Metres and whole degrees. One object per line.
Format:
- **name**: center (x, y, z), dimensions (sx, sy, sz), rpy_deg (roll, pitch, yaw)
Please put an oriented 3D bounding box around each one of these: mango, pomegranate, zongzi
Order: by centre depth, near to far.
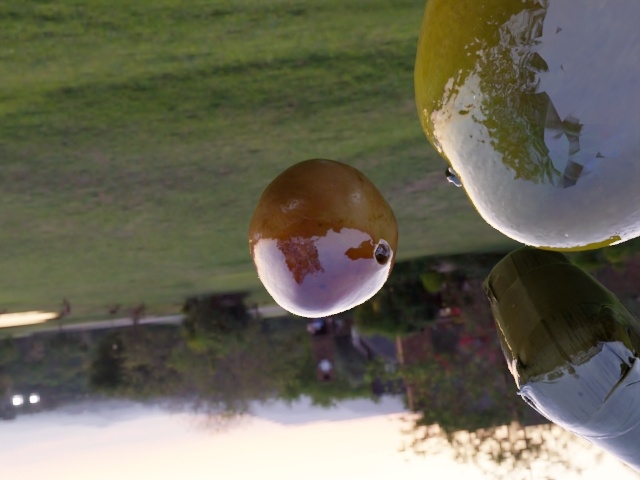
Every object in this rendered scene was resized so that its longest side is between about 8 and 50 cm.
- **mango**: center (0.206, -0.166, 0.771), dimensions (0.253, 0.365, 0.182), rpy_deg (13, -155, 5)
- **zongzi**: center (0.326, 0.155, 1.140), dimensions (0.145, 0.300, 0.274), rpy_deg (-44, -163, 13)
- **pomegranate**: center (0.004, 0.002, 1.332), dimensions (0.209, 0.209, 0.209), rpy_deg (-7, 172, -1)
